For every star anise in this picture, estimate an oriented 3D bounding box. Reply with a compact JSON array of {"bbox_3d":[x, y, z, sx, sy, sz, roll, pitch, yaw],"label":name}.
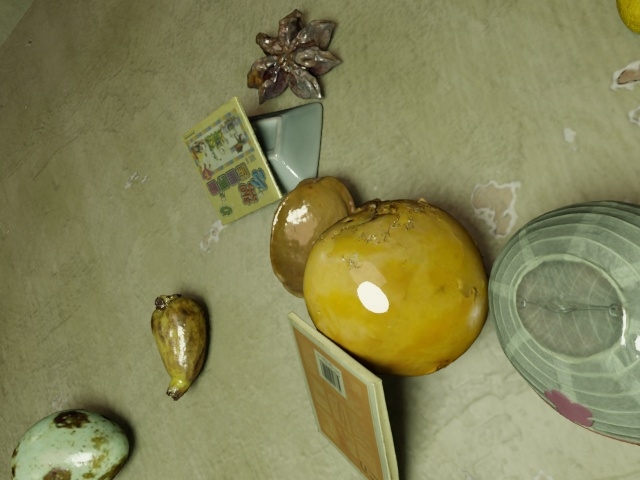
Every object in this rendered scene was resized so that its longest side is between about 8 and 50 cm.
[{"bbox_3d":[-0.057,-0.362,0.906,0.212,0.073,0.196,4,81,30],"label":"star anise"}]

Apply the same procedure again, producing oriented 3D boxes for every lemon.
[{"bbox_3d":[0.426,-0.310,0.593,0.082,0.082,0.110,-16,73,27],"label":"lemon"}]

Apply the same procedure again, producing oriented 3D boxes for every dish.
[{"bbox_3d":[-0.122,-0.177,0.891,0.243,0.080,0.181,-3,75,32],"label":"dish"}]

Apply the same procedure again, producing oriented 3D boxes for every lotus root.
[{"bbox_3d":[-0.259,0.195,0.867,0.108,0.095,0.190,-28,70,46],"label":"lotus root"}]

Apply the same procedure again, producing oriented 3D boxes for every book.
[{"bbox_3d":[-0.166,-0.139,0.854,0.168,0.013,0.192,-20,98,38],"label":"book"},{"bbox_3d":[0.031,0.220,0.603,0.018,0.241,0.170,-30,36,-27],"label":"book"}]

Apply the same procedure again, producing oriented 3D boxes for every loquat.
[{"bbox_3d":[0.095,0.057,0.605,0.235,0.235,0.234,-9,72,29],"label":"loquat"}]

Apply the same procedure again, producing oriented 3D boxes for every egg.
[{"bbox_3d":[-0.471,0.409,0.886,0.231,0.169,0.169,-12,70,18],"label":"egg"}]

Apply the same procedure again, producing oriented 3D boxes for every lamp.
[{"bbox_3d":[0.306,0.080,0.473,0.265,0.233,0.233,22,88,57],"label":"lamp"}]

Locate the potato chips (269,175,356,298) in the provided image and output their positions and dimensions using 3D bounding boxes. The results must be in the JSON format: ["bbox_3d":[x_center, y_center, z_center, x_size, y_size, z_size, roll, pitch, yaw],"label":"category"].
[{"bbox_3d":[0.000,-0.001,0.777,0.195,0.062,0.208,-45,60,20],"label":"potato chips"}]
